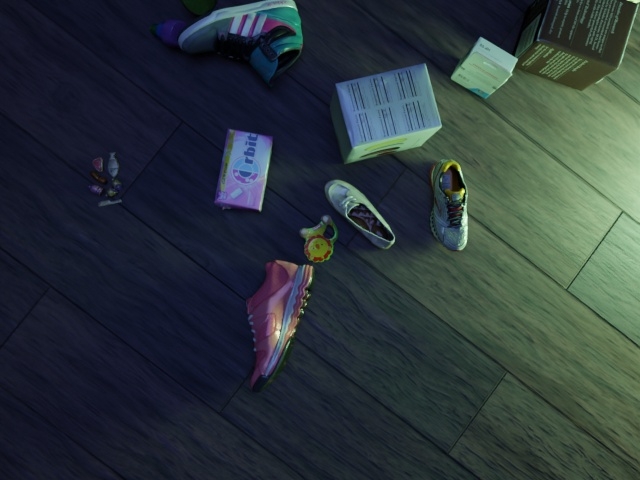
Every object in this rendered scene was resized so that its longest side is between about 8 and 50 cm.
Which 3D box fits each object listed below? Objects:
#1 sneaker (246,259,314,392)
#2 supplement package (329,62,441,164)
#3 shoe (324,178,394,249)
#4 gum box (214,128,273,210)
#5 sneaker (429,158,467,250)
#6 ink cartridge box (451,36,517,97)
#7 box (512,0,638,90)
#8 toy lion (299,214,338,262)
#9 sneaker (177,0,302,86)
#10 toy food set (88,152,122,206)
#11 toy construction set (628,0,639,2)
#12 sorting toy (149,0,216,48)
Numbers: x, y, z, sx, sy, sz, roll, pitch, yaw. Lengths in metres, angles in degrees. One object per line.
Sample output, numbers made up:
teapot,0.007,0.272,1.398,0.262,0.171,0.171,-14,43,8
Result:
sneaker,-0.120,0.192,1.324,0.136,0.116,0.314,19,80,8
supplement package,0.141,-0.284,1.304,0.203,0.194,0.149,-14,88,-3
shoe,0.098,-0.067,1.359,0.219,0.058,0.076,44,86,-1
gum box,-0.180,-0.159,1.345,0.107,0.062,0.188,10,87,-3
sneaker,0.308,-0.085,1.356,0.088,0.093,0.225,-9,89,-4
ink cartridge box,0.388,-0.408,1.331,0.104,0.180,0.060,30,86,-2
box,0.596,-0.488,1.353,0.203,0.168,0.167,18,86,-3
toy lion,0.000,0.000,1.367,0.100,0.034,0.096,-32,97,-5
sneaker,-0.169,-0.443,1.328,0.295,0.124,0.178,-20,81,-11
toy food set,-0.514,-0.146,1.346,0.078,0.019,0.122,-12,88,-4
toy construction set,0.674,-0.672,1.374,0.327,0.151,0.215,18,94,0
sorting toy,-0.319,-0.638,1.357,0.126,0.127,0.365,22,89,27
